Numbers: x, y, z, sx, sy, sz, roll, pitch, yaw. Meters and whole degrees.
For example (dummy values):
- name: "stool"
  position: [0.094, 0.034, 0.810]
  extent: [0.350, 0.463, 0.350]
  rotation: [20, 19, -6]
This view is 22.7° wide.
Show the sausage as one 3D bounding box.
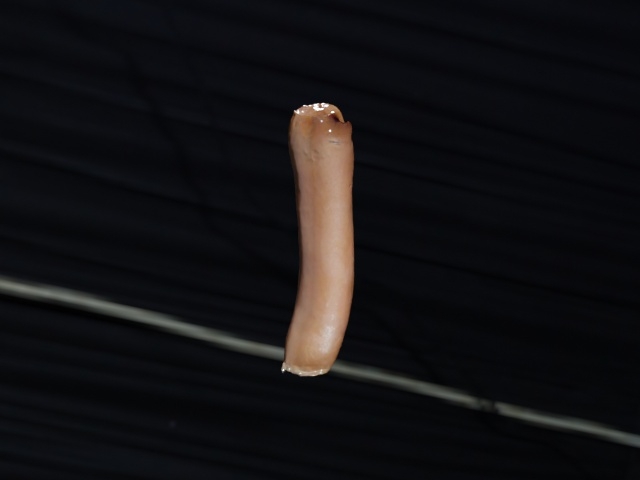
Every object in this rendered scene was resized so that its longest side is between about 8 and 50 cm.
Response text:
- name: "sausage"
  position: [-0.001, 0.000, 1.028]
  extent: [0.040, 0.047, 0.177]
  rotation: [12, -72, 40]
